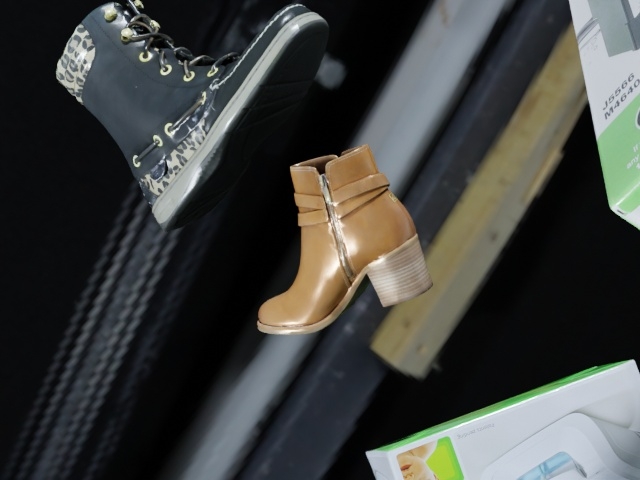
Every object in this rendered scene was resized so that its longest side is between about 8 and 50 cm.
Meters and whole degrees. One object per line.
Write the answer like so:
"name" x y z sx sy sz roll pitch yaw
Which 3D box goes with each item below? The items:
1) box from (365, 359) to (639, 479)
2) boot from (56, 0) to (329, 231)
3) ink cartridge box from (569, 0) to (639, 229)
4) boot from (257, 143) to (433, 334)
"box" 0.210 0.268 1.467 0.262 0.127 0.231 -18 -96 -10
"boot" -0.111 -0.141 1.208 0.085 0.178 0.236 -22 -23 -50
"ink cartridge box" 0.244 -0.133 0.819 0.114 0.273 0.198 29 -58 -19
"boot" 0.000 0.000 1.433 0.152 0.197 0.073 65 -153 -9
